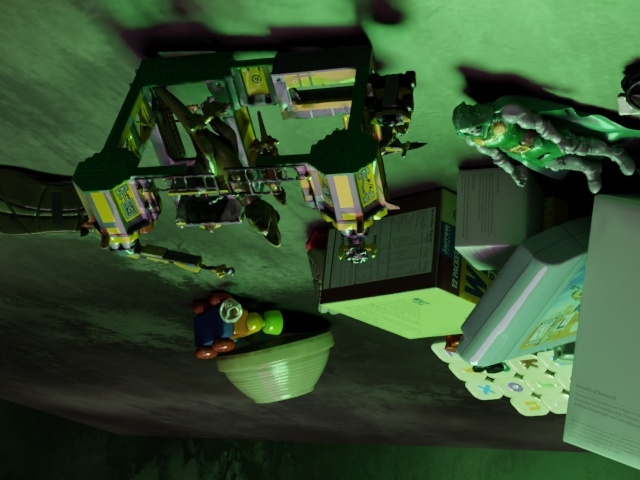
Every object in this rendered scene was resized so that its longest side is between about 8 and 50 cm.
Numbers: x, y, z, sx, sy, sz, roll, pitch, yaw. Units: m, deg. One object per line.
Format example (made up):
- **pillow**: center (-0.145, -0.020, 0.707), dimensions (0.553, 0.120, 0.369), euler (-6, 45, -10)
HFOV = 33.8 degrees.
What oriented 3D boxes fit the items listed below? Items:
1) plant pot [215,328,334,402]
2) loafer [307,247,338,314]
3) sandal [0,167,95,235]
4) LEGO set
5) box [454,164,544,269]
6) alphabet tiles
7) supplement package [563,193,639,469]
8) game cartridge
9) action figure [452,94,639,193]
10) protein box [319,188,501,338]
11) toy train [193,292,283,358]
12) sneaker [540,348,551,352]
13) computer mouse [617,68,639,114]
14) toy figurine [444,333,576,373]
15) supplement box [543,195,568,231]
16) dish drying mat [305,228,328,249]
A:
- **plant pot**: center (-0.080, 0.250, 2.053), dimensions (0.237, 0.110, 0.237), euler (-13, 179, 0)
- **loafer**: center (0.039, 0.058, 1.598), dimensions (0.092, 0.102, 0.268), euler (-12, 174, 5)
- **sandal**: center (-0.372, -0.052, 1.427), dimensions (0.219, 0.090, 0.060), euler (1, -175, -9)
- **LEGO set**: center (-0.058, -0.051, 1.024), dimensions (0.331, 0.255, 0.192), euler (-9, 133, 7)
- **box**: center (0.218, -0.026, 1.274), dimensions (0.087, 0.101, 0.102), euler (-4, 161, 25)
- **alphabet tiles**: center (0.350, 0.223, 1.921), dimensions (0.278, 0.021, 0.284), euler (-16, 124, 47)
- **supplement package**: center (0.410, 0.101, 1.187), dimensions (0.177, 0.293, 0.175), euler (-3, -168, -42)
- **game cartridge**: center (0.310, 0.054, 1.305), dimensions (0.297, 0.062, 0.198), euler (-7, 141, -45)
- **action figure**: center (0.225, -0.103, 1.097), dimensions (0.232, 0.063, 0.137), euler (12, 149, -32)
- **protein box**: center (0.144, 0.039, 1.436), dimensions (0.201, 0.136, 0.200), euler (-11, 155, 43)
- **toy train**: center (-0.131, 0.149, 1.922), dimensions (0.143, 0.105, 0.248), euler (3, 165, -27)
- **sneaker**: center (0.342, 0.133, 1.735), dimensions (0.211, 0.080, 0.081), euler (-15, 118, 42)
- **computer mouse**: center (0.409, -0.094, 1.061), dimensions (0.188, 0.072, 0.272), euler (-3, 160, 21)
- **toy figurine**: center (0.294, 0.103, 1.598), dimensions (0.209, 0.148, 0.213), euler (-11, 155, 26)
- **supplement box**: center (0.267, -0.016, 1.354), dimensions (0.098, 0.062, 0.036), euler (-14, 155, 43)
- **dish drying mat**: center (0.000, 0.000, 1.564), dimensions (0.032, 0.008, 0.083), euler (7, 162, -8)
